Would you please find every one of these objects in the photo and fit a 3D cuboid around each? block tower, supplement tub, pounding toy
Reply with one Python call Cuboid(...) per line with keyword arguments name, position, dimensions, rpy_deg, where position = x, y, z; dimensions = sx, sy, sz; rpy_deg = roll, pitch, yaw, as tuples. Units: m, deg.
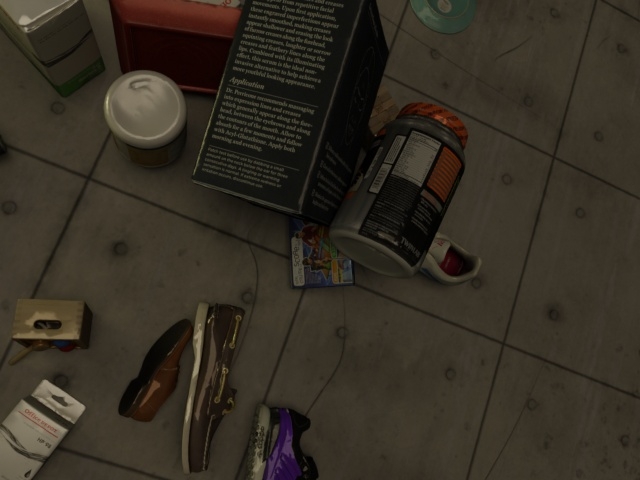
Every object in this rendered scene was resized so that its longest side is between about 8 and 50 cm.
Cuboid(name="block tower", position=(0.099, -0.319, 1.214), dimensions=(0.090, 0.097, 0.336), rpy_deg=(-32, 90, -17))
Cuboid(name="supplement tub", position=(0.163, -0.101, 1.058), dimensions=(0.193, 0.193, 0.316), rpy_deg=(31, 74, -9))
Cuboid(name="pounding toy", position=(-0.505, 0.171, 0.983), dimensions=(0.141, 0.130, 0.100), rpy_deg=(4, 69, -14))
Cuboid(name="supplement tub", position=(-0.332, -0.224, 1.034), dimensions=(0.144, 0.199, 0.145), rpy_deg=(2, 82, -15))

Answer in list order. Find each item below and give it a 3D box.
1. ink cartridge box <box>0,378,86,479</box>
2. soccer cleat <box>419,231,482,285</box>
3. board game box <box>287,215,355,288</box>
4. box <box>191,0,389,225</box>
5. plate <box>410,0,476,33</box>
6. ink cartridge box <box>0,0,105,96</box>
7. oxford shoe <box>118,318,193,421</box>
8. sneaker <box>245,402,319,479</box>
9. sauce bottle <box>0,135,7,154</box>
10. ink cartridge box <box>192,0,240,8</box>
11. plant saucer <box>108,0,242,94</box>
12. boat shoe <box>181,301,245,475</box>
Cuboid(name="ink cartridge box", position=(-0.531, 0.358, 0.975), dimensions=(0.104, 0.060, 0.180), rpy_deg=(37, 75, -7))
Cuboid(name="soccer cleat", position=(0.200, -0.001, 1.171), dimensions=(0.331, 0.143, 0.116), rpy_deg=(23, 77, -10))
Cuboid(name="board game box", position=(0.000, 0.000, 1.145), dimensions=(0.136, 0.035, 0.202), rpy_deg=(-4, 83, 13))
Cuboid(name="box", position=(-0.036, -0.246, 1.002), dimensions=(0.211, 0.293, 0.396), rpy_deg=(17, 90, 14))
Cuboid(name="plate", position=(0.313, -0.614, 1.346), dimensions=(0.188, 0.024, 0.188), rpy_deg=(2, 82, -15))
Cuboid(name="ink cartridge box", position=(-0.519, -0.416, 0.974), dimensions=(0.114, 0.273, 0.198), rpy_deg=(-42, 94, -16))
Cuboid(name="oxford shoe", position=(-0.307, 0.255, 1.053), dimensions=(0.076, 0.076, 0.212), rpy_deg=(38, 77, -33))
Cuboid(name="sneaker", position=(-0.076, 0.480, 1.055), dimensions=(0.146, 0.102, 0.294), rpy_deg=(10, 80, -14))
Cuboid(name="sauce bottle", position=(-0.753, -0.123, 0.961), dimensions=(0.344, 0.111, 0.112), rpy_deg=(-27, 90, -18))
Cuboid(name="ink cartridge box", position=(-0.293, -0.512, 1.143), dimensions=(0.203, 0.086, 0.148), rpy_deg=(40, 75, -5))
Cuboid(name="plant saucer", position=(-0.265, -0.362, 1.038), dimensions=(0.258, 0.258, 0.048), rpy_deg=(3, 74, -14))
Cuboid(name="boat shoe", position=(-0.209, 0.285, 1.043), dimensions=(0.096, 0.116, 0.325), rpy_deg=(6, 75, -10))
